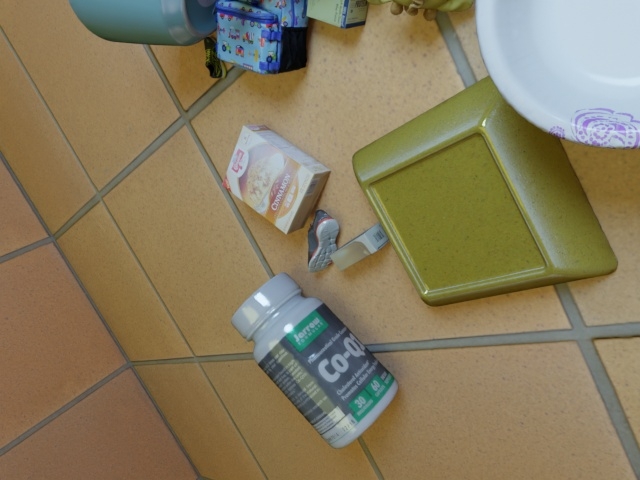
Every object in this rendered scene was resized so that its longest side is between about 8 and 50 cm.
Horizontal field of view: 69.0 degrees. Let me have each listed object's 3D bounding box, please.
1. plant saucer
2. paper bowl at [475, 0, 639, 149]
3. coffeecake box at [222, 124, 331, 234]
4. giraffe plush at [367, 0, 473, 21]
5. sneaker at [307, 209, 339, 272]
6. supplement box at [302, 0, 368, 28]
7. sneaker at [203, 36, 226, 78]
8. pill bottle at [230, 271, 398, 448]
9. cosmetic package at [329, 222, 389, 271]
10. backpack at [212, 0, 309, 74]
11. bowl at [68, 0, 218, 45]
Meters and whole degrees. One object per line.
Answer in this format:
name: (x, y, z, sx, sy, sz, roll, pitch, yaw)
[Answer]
plant saucer: (0.218, -0.041, 0.732, 0.333, 0.081, 0.332, -22, 100, 47)
paper bowl: (0.310, -0.237, 0.450, 0.284, 0.148, 0.284, 11, 111, 30)
coffeecake box: (-0.093, -0.126, 0.940, 0.186, 0.068, 0.142, 37, 119, 19)
giraffe plush: (0.138, -0.359, 0.556, 0.181, 0.210, 0.170, 35, 164, 14)
sneaker: (0.000, 0.000, 0.983, 0.064, 0.061, 0.157, 58, 145, 39)
supplement box: (0.026, -0.376, 0.704, 0.083, 0.056, 0.083, 30, 132, 25)
sneaker: (-0.219, -0.369, 0.944, 0.031, 0.035, 0.083, -4, 112, 43)
pill bottle: (-0.019, 0.258, 1.041, 0.361, 0.204, 0.204, 45, 137, 9)
cosmetic package: (0.077, 0.013, 0.907, 0.041, 0.060, 0.115, 55, 139, 0)
backpack: (-0.095, -0.380, 0.769, 0.158, 0.117, 0.173, 32, 132, 24)
bowl: (-0.240, -0.447, 0.750, 0.163, 0.311, 0.311, 26, 133, 6)
